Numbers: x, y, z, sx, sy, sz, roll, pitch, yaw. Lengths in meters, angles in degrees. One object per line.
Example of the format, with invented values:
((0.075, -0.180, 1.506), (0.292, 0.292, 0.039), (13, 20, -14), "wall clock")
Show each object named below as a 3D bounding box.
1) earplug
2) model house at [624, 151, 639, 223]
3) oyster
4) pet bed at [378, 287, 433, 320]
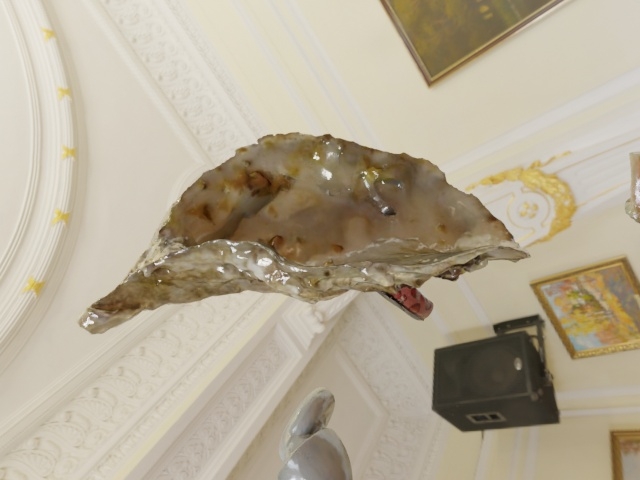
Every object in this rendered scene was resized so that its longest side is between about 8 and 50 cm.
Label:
((-0.014, 0.516, 1.056), (0.174, 0.214, 0.325), (18, -165, -7), "earplug")
((0.762, -0.051, 0.844), (0.312, 0.245, 0.280), (-23, -75, -53), "model house")
((-0.015, -0.017, 0.415), (0.111, 0.395, 0.204), (88, 176, -47), "oyster")
((0.118, 0.075, 0.768), (0.201, 0.054, 0.201), (37, -177, -2), "pet bed")
